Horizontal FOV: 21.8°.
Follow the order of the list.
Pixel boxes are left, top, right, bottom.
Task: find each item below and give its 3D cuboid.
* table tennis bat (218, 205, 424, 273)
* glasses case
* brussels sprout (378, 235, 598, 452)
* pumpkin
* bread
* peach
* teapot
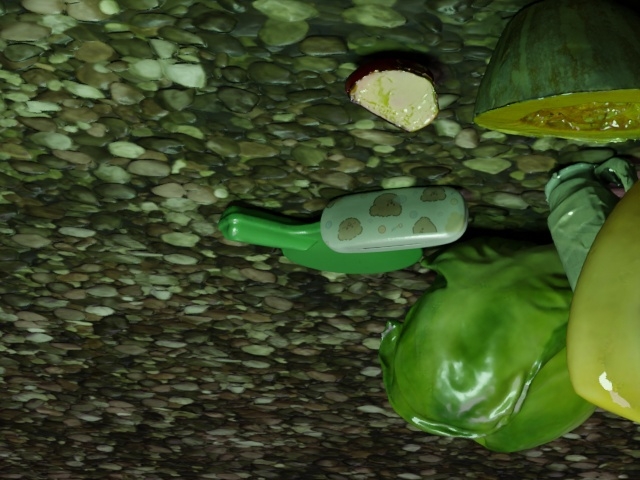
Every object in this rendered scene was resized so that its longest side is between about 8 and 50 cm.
[{"bbox_3d":[0.000,0.000,1.893,0.257,0.039,0.160,11,158,-31],"label":"table tennis bat"},{"bbox_3d":[0.079,-0.022,1.786,0.164,0.063,0.041,-4,156,20],"label":"glasses case"},{"bbox_3d":[0.209,0.116,1.884,0.294,0.227,0.259,-32,150,0],"label":"brussels sprout"},{"bbox_3d":[0.234,-0.147,1.428,0.217,0.110,0.217,-5,168,-1],"label":"pumpkin"},{"bbox_3d":[0.413,0.050,1.490,0.245,0.329,0.424,-29,-178,42],"label":"bread"},{"bbox_3d":[0.065,-0.138,1.524,0.083,0.050,0.077,-8,133,3],"label":"peach"},{"bbox_3d":[0.291,0.004,1.651,0.077,0.200,0.107,21,129,-35],"label":"teapot"}]
